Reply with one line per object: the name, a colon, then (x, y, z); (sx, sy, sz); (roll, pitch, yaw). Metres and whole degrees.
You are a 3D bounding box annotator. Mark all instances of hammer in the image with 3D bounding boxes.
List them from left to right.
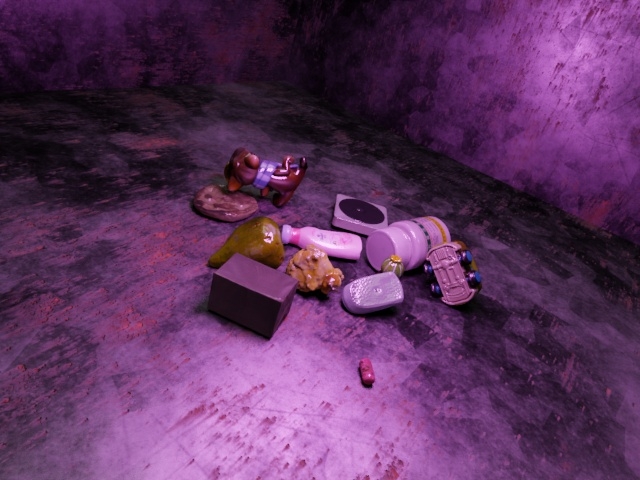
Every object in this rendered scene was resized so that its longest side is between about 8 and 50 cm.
hammer: (0.139, 0.393, 1.348); (0.043, 0.043, 0.083); (9, 33, -14)

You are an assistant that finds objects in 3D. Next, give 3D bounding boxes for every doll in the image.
doll: (-0.249, -0.305, 2.014); (0.339, 0.318, 0.209); (12, 49, -31)

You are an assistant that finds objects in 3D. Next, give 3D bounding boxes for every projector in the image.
projector: (0.187, -0.111, 2.139); (0.259, 0.079, 0.257); (15, 31, -3)

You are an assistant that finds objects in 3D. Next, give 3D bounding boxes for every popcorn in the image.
popcorn: (-0.025, 0.120, 1.608); (0.168, 0.173, 0.195); (-44, 90, -16)

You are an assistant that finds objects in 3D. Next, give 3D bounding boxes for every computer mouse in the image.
computer mouse: (0.186, 0.191, 1.618); (0.230, 0.079, 0.128); (-8, 68, -14)

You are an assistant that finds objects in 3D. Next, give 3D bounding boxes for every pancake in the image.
pancake: (-0.413, -0.162, 1.956); (0.294, 0.050, 0.294); (13, 28, -7)

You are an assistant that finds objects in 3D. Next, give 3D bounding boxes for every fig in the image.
fig: (-0.268, 0.033, 1.602); (0.274, 0.206, 0.206); (-16, 39, -11)

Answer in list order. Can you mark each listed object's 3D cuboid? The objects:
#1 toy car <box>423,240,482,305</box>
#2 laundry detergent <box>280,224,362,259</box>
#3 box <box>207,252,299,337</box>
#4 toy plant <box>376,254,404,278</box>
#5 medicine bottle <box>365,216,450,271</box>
toy car: (0.556, 0.120, 1.810); (0.198, 0.204, 0.248); (-12, 80, -48)
laundry detergent: (0.000, 0.000, 1.861); (0.335, 0.088, 0.159); (11, 27, -9)
box: (-0.212, 0.172, 1.422); (0.231, 0.155, 0.149); (22, 28, 10)
toy plant: (0.263, 0.129, 1.711); (0.092, 0.162, 0.093); (13, 32, -8)
medicine bottle: (0.370, 0.018, 1.898); (0.339, 0.208, 0.208); (-11, 41, -38)
